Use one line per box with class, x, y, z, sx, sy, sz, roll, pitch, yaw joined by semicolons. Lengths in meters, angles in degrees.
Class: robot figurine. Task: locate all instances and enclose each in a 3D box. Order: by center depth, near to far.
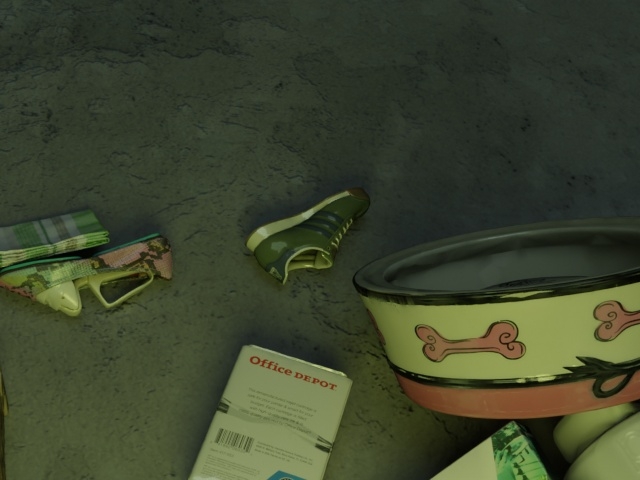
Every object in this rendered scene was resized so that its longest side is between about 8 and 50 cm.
robot figurine;0.401;0.312;1.211;0.300;0.200;0.353;-9;52;-32

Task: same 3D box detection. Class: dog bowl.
dog bowl;0.250;0.083;1.292;0.408;0.150;0.408;-9;9;1

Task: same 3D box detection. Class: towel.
towel;-0.359;-0.009;1.441;0.152;0.023;0.113;-14;27;-20

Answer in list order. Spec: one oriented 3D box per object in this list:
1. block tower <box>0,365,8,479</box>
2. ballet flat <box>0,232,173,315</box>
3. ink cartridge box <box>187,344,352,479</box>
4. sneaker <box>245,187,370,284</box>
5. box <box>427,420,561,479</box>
block tower;-0.378;0.284;1.161;0.097;0.091;0.335;-2;45;-11
ballet flat;-0.290;0.050;1.409;0.221;0.077;0.079;-13;79;-20
ink cartridge box;-0.057;0.232;1.280;0.140;0.082;0.190;17;48;4
sneaker;0.000;0.000;1.503;0.192;0.064;0.086;-23;65;-25
box;0.193;0.379;1.118;0.232;0.058;0.322;-39;61;14
